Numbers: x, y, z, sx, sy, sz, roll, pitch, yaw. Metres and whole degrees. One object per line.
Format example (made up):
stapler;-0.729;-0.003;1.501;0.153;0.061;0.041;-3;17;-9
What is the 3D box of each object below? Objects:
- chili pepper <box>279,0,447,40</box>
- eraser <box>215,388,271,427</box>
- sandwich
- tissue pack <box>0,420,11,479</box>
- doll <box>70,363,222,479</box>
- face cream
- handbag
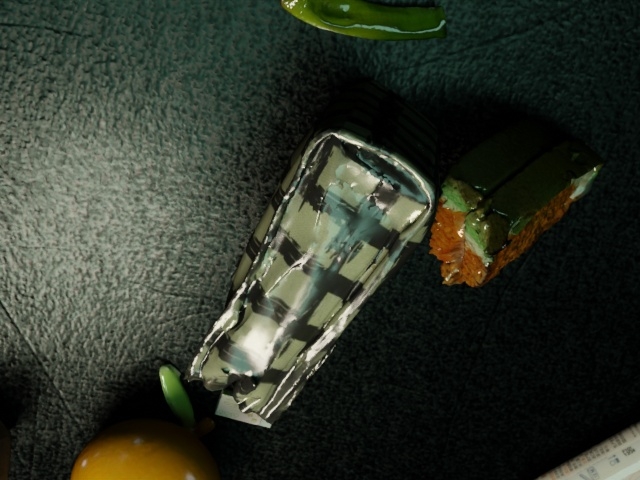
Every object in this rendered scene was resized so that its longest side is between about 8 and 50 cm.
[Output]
chili pepper;0.049;-0.261;1.024;0.202;0.050;0.051;9;98;-7
eraser;-0.105;0.238;1.254;0.083;0.019;0.038;17;111;-12
sandwich;0.221;-0.047;1.052;0.109;0.292;0.212;45;150;14
tissue pack;-0.521;0.333;1.156;0.226;0.183;0.092;-32;113;-4
doll;-0.214;0.317;1.202;0.213;0.213;0.236;50;61;-21
face cream;0.390;0.362;1.314;0.269;0.082;0.082;-33;112;11
handbag;0.000;0.000;0.985;0.163;0.325;0.327;35;109;-4
